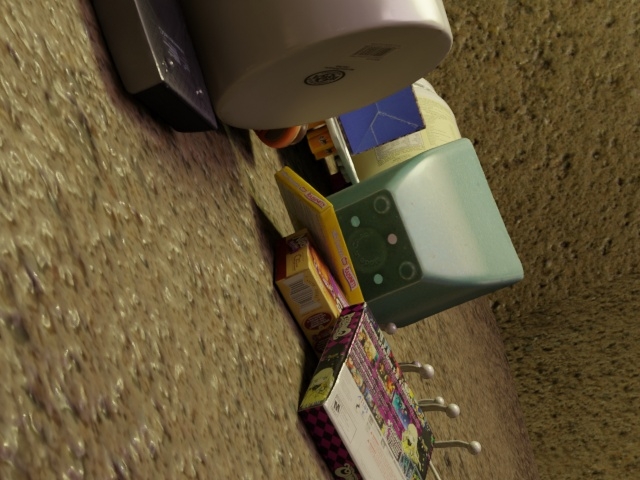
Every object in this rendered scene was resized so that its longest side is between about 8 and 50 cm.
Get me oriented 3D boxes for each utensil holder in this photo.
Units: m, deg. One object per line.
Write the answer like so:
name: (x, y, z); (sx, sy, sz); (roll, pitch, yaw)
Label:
utensil holder: (-0.040, -0.370, 1.543); (0.327, 0.328, 0.385); (26, 46, -74)

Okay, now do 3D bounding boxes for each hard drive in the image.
hard drive: (-0.191, -0.245, 1.340); (0.172, 0.054, 0.254); (40, 30, -69)

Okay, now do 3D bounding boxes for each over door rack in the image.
over door rack: (0.163, 0.301, 1.833); (0.324, 0.108, 0.239); (-101, 164, -45)

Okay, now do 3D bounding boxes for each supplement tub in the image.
supplement tub: (0.166, -0.148, 2.411); (0.235, 0.235, 0.325); (57, 15, -45)

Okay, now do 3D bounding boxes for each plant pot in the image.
plant pot: (0.123, 0.004, 1.920); (0.252, 0.248, 0.247); (-13, 80, -61)

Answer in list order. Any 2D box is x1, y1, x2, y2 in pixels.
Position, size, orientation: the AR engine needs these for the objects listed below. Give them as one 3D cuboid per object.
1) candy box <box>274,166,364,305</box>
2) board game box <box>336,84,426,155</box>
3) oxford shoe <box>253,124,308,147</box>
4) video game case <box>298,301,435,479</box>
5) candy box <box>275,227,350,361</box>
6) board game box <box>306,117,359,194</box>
candy box: (0.000, 0.000, 1.659); (0.105, 0.027, 0.206); (39, -21, 38)
board game box: (0.057, -0.336, 2.171); (0.291, 0.141, 0.232); (-107, 175, -48)
oxford shoe: (-0.041, -0.272, 1.788); (0.133, 0.130, 0.363); (20, 47, -33)
video game case: (0.064, 0.227, 1.528); (0.232, 0.042, 0.210); (62, 28, -24)
candy box: (0.002, 0.090, 1.615); (0.186, 0.053, 0.109); (61, 12, -26)
board game box: (-0.026, -0.270, 2.101); (0.390, 0.050, 0.390); (57, 12, -75)
